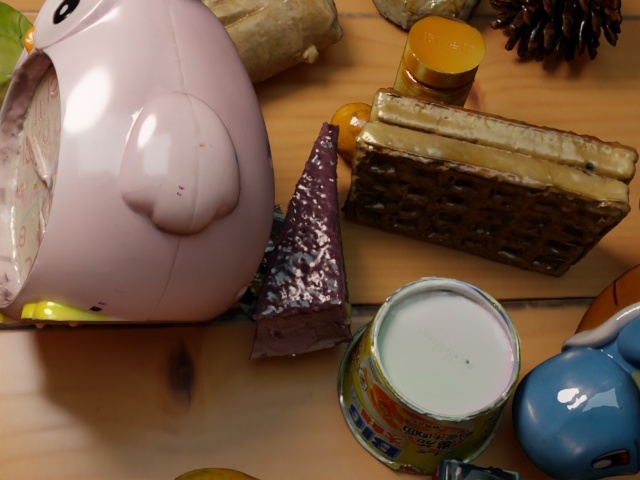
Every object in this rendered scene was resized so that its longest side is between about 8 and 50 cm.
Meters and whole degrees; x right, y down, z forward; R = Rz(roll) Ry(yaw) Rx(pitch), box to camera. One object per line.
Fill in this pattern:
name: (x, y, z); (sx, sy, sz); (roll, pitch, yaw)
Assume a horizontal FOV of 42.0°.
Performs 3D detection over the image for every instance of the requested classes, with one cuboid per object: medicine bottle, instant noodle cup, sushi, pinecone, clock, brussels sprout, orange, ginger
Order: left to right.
brussels sprout: (-0.430, -0.231, 1.065); (0.181, 0.143, 0.161); (11, 38, -26)
clock: (-0.197, -0.092, 0.891); (0.251, 0.368, 0.376); (8, 80, -35)
ginger: (-0.126, -0.262, 1.122); (0.354, 0.126, 0.190); (-39, 77, -25)
sushi: (-0.066, 0.020, 1.031); (0.126, 0.026, 0.120); (-32, 69, -22)
orange: (0.051, -0.141, 1.101); (0.084, 0.083, 0.083); (3, 61, -5)
medicine bottle: (0.140, -0.189, 1.073); (0.096, 0.192, 0.096); (3, 61, -6)
instant noodle cup: (0.127, 0.141, 0.917); (0.205, 0.153, 0.204); (3, 62, -6)
pinecone: (0.335, -0.346, 1.185); (0.208, 0.207, 0.207); (3, 61, -5)

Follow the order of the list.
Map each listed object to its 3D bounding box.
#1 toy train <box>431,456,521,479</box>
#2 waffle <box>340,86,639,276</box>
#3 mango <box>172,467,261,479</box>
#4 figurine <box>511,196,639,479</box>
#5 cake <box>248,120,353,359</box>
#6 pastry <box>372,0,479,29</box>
toy train: (0.136, 0.423, 0.800); (0.086, 0.089, 0.409); (11, 62, -3)
waffle: (0.186, -0.062, 0.996); (0.308, 0.213, 0.091); (15, 66, 1)
mango: (-0.082, 0.295, 0.849); (0.115, 0.089, 0.165); (-39, 69, -13)
figurine: (0.391, 0.098, 0.886); (0.243, 0.298, 0.416); (30, 70, 22)
cake: (0.000, 0.000, 0.971); (0.113, 0.116, 0.295); (9, 58, 4)
pastry: (0.166, -0.400, 1.248); (0.182, 0.093, 0.192); (40, 64, 12)
